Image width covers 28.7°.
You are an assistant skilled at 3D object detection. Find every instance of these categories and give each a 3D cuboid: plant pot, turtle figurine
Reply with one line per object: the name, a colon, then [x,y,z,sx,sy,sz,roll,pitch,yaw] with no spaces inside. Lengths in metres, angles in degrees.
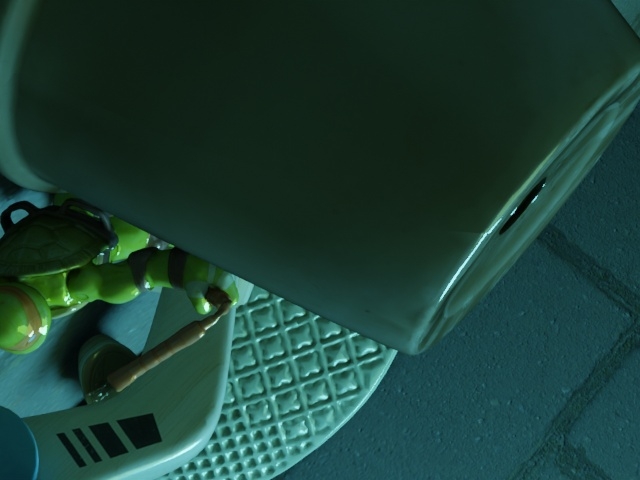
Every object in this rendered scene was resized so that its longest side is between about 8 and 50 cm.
plant pot: [0.000,-0.099,0.646,0.323,0.280,0.323,-46,166,-14]
turtle figurine: [-0.163,0.014,0.749,0.269,0.087,0.217,-11,-161,18]

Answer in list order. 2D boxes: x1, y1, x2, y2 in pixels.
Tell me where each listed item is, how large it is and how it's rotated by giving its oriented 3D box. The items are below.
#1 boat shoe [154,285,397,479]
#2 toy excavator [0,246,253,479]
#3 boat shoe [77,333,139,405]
boat shoe: [0.000,0.000,1.096,0.500,0.186,0.156,-60,-162,1]
toy excavator: [-0.196,0.178,0.814,0.445,0.433,0.222,-11,149,-25]
boat shoe: [-0.191,0.129,1.146,0.063,0.059,0.170,-35,149,-13]
